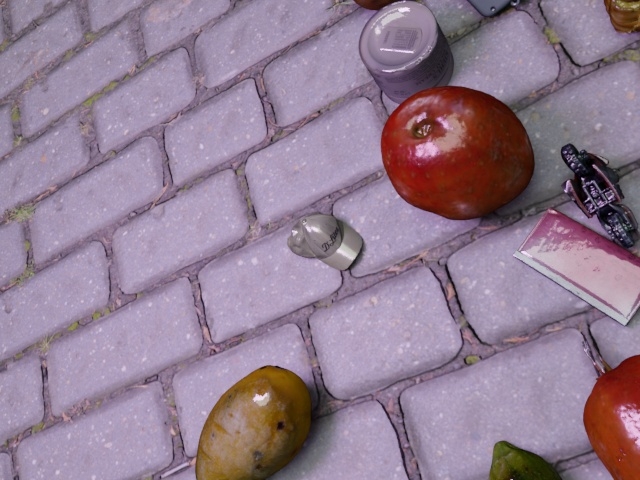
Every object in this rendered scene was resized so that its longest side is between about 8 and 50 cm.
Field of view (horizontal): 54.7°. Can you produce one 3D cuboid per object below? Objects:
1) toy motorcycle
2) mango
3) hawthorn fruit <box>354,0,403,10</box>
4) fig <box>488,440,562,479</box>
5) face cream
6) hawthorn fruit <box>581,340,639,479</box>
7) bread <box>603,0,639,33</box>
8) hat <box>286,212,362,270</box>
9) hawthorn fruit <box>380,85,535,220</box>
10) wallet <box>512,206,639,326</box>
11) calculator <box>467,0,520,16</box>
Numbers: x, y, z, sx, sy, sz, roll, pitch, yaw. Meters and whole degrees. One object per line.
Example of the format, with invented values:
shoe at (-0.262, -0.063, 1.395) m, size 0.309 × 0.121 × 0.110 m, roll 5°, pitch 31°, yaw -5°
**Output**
toy motorcycle at (0.507, -0.082, 1.120) m, size 0.082 × 0.122 × 0.213 m, roll -37°, pitch 73°, yaw 38°
mango at (-0.145, 0.396, 1.266) m, size 0.329 × 0.175 × 0.177 m, roll -48°, pitch 36°, yaw 27°
hawthorn fruit at (0.116, -0.652, 1.444) m, size 0.199 × 0.199 × 0.251 m, roll -52°, pitch 46°, yaw 4°
fig at (0.342, 0.412, 1.056) m, size 0.123 × 0.123 × 0.156 m, roll -44°, pitch 23°, yaw 8°
face cream at (0.187, -0.404, 1.342) m, size 0.177 × 0.153 × 0.177 m, roll -7°, pitch 73°, yaw 24°
hawthorn fruit at (0.504, 0.272, 0.959) m, size 0.211 × 0.211 × 0.299 m, roll -44°, pitch 47°, yaw 8°
bread at (0.653, -0.503, 1.173) m, size 0.222 × 0.096 × 0.182 m, roll -17°, pitch 68°, yaw 19°
hat at (0.005, 0.004, 1.356) m, size 0.166 × 0.081 × 0.122 m, roll 36°, pitch 95°, yaw 20°
hawthorn fruit at (0.253, -0.163, 1.184) m, size 0.284 × 0.284 × 0.285 m, roll -8°, pitch 71°, yaw 24°
wallet at (0.485, 0.042, 1.131) m, size 0.232 × 0.025 × 0.119 m, roll 38°, pitch 93°, yaw 30°
calculator at (0.331, -0.585, 1.304) m, size 0.246 × 0.045 × 0.141 m, roll 42°, pitch 136°, yaw -5°
